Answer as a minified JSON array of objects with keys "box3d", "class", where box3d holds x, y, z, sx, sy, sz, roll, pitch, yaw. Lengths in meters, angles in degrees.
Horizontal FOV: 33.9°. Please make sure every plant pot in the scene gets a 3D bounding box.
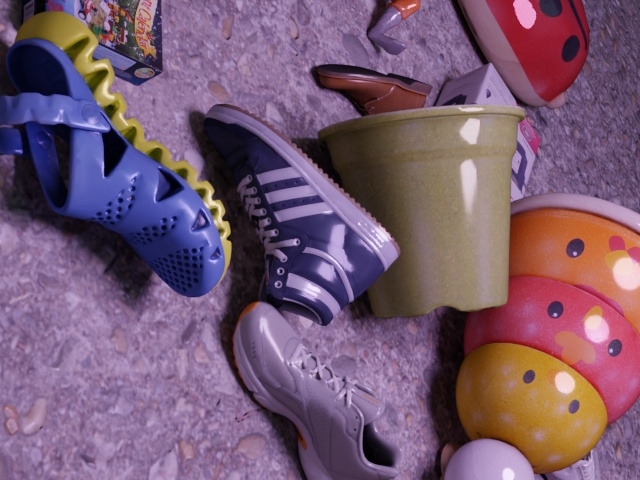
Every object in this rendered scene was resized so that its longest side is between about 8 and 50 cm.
[{"box3d":[0.144,-0.031,1.387,0.276,0.276,0.254,-4,88,-54],"class":"plant pot"}]

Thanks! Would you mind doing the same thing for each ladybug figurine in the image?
[{"box3d":[0.374,-0.462,1.955,0.305,0.161,0.450,-38,104,-54],"class":"ladybug figurine"}]

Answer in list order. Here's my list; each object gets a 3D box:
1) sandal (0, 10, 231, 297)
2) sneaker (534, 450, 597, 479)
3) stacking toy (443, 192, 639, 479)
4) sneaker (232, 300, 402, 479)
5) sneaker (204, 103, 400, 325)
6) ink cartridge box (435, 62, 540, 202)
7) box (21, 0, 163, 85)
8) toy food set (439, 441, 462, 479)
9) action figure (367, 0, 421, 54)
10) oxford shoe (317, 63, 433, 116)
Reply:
[{"box3d":[-0.216,-0.061,1.025,0.317,0.126,0.138,50,43,-12],"class":"sandal"},{"box3d":[0.386,0.348,1.629,0.235,0.094,0.090,43,41,-36],"class":"sneaker"},{"box3d":[0.306,0.202,1.448,0.351,0.350,0.480,50,51,-25],"class":"stacking toy"},{"box3d":[0.007,0.171,1.190,0.262,0.121,0.099,58,36,-15],"class":"sneaker"},{"box3d":[-0.058,-0.023,1.220,0.282,0.099,0.153,41,76,1],"class":"sneaker"},{"box3d":[0.255,-0.145,1.693,0.172,0.100,0.237,52,39,-22],"class":"ink cartridge box"},{"box3d":[-0.248,-0.305,1.156,0.159,0.044,0.233,19,59,-47],"class":"box"},{"box3d":[0.187,0.318,1.442,0.082,0.020,0.083,16,60,-49],"class":"toy food set"},{"box3d":[0.115,-0.506,1.632,0.330,0.178,0.341,-76,157,-45],"class":"action figure"},{"box3d":[0.077,-0.210,1.525,0.212,0.076,0.076,7,107,-41],"class":"oxford shoe"}]
